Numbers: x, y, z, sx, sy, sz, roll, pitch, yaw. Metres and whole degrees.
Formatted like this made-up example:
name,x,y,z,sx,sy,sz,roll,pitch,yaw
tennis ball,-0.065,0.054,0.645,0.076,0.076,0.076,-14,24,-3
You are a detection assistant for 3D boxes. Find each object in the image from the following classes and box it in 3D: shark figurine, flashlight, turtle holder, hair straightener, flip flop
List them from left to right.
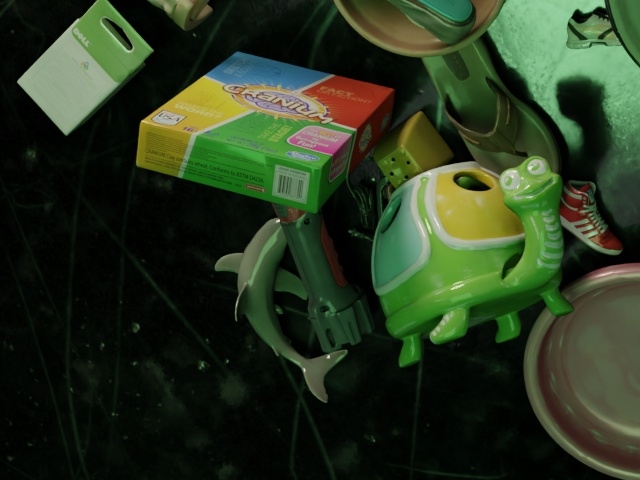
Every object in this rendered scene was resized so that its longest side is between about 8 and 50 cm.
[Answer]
name,x,y,z,sx,sy,sz,roll,pitch,yaw
shark figurine,-0.082,0.113,2.045,0.166,0.116,0.278,-11,107,26
flashlight,0.000,0.000,1.968,0.103,0.103,0.304,-18,109,10
hair straightener,0.077,-0.019,1.959,0.089,0.047,0.230,-6,111,23
turtle holder,0.186,0.016,1.796,0.243,0.320,0.227,-15,77,-3
flip flop,0.215,-0.173,1.816,0.112,0.080,0.277,-27,102,29

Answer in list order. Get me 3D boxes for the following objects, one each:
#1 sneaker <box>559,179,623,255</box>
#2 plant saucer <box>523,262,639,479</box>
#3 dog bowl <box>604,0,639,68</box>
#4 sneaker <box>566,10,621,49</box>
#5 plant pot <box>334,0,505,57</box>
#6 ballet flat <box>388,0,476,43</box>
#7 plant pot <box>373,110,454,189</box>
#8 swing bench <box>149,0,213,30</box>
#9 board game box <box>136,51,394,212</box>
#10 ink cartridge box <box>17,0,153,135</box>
name,x,y,z,sx,sy,sz,roll,pitch,yaw
sneaker,0.366,-0.034,1.846,0.118,0.042,0.067,34,124,5
plant saucer,0.449,0.174,1.888,0.332,0.084,0.332,8,116,16
dog bowl,0.498,-0.353,1.512,0.408,0.150,0.408,-2,130,-3
sneaker,0.362,-0.268,1.739,0.109,0.040,0.043,-2,111,21
plant pot,0.133,-0.360,1.739,0.237,0.110,0.237,10,120,17
ballet flat,0.092,-0.311,1.679,0.213,0.072,0.068,36,155,2
plant pot,0.120,-0.112,1.878,0.081,0.083,0.081,-33,99,29
swing bench,-0.216,-0.439,1.806,0.253,0.165,0.254,39,121,0
board game box,-0.062,-0.149,1.795,0.242,0.316,0.064,15,117,13
ink cartridge box,-0.330,-0.259,1.992,0.209,0.062,0.109,-38,97,30
